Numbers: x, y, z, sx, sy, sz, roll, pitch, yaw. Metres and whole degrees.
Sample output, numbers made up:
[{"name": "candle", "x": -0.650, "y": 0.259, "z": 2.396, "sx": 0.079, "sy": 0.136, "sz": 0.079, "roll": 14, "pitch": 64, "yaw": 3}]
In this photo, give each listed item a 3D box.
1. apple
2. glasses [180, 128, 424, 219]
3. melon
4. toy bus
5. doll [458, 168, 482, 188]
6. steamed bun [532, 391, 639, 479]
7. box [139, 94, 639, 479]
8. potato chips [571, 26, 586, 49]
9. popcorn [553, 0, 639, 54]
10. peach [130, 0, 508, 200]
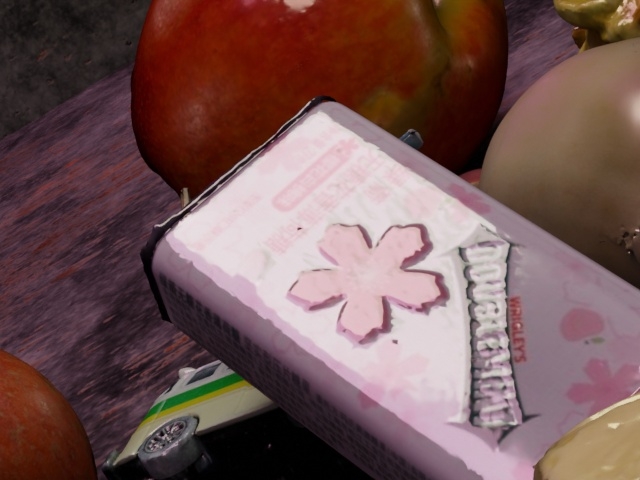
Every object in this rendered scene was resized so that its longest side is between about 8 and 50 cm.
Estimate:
[{"name": "apple", "x": -0.309, "y": 0.207, "z": 1.664, "sx": 0.253, "sy": 0.253, "sz": 0.253, "roll": -29, "pitch": 18, "yaw": 10}, {"name": "glasses", "x": -0.012, "y": -0.024, "z": 1.478, "sx": 0.220, "sy": 0.088, "sz": 0.189, "roll": -33, "pitch": 28, "yaw": 0}, {"name": "melon", "x": 0.237, "y": -0.029, "z": 1.343, "sx": 0.223, "sy": 0.223, "sz": 0.317, "roll": -38, "pitch": 22, "yaw": -19}, {"name": "toy bus", "x": -0.003, "y": 0.137, "z": 1.446, "sx": 0.276, "sy": 0.134, "sz": 0.165, "roll": -22, "pitch": 22, "yaw": 26}, {"name": "doll", "x": 0.069, "y": 0.033, "z": 1.575, "sx": 0.256, "sy": 0.152, "sz": 0.196, "roll": -11, "pitch": -1, "yaw": 21}, {"name": "steamed bun", "x": 0.232, "y": 0.170, "z": 0.930, "sx": 0.232, "sy": 0.166, "sz": 0.273, "roll": -20, "pitch": 23, "yaw": -2}, {"name": "box", "x": 0.070, "y": 0.062, "z": 1.257, "sx": 0.190, "sy": 0.112, "sz": 0.369, "roll": -40, "pitch": 53, "yaw": -21}, {"name": "potato chips", "x": 0.432, "y": -0.240, "z": 1.793, "sx": 0.407, "sy": 0.057, "sz": 0.080, "roll": -23, "pitch": 34, "yaw": 2}, {"name": "popcorn", "x": 0.339, "y": -0.192, "z": 1.634, "sx": 0.286, "sy": 0.252, "sz": 0.215, "roll": -25, "pitch": 59, "yaw": 31}, {"name": "peach", "x": -0.011, "y": -0.170, "z": 1.921, "sx": 0.388, "sy": 0.388, "sz": 0.388, "roll": -29, "pitch": 18, "yaw": 10}]
